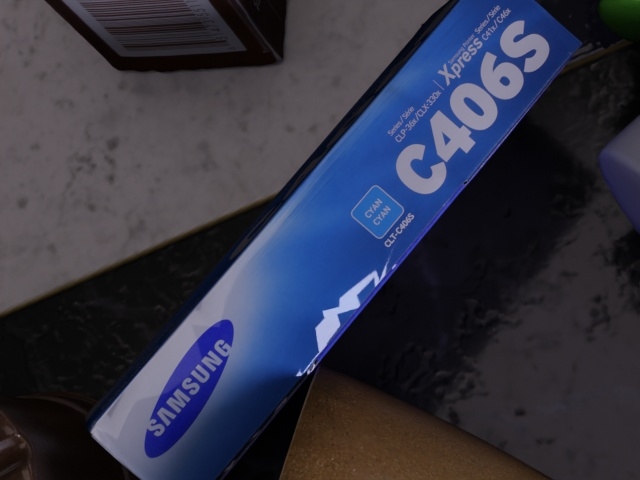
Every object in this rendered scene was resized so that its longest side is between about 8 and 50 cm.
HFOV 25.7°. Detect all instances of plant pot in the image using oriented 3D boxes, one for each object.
[{"bbox_3d":[0.087,0.215,0.780,0.254,0.237,0.237,15,80,3],"label":"plant pot"},{"bbox_3d":[-0.204,0.165,0.879,0.167,0.165,0.167,-4,75,14],"label":"plant pot"}]

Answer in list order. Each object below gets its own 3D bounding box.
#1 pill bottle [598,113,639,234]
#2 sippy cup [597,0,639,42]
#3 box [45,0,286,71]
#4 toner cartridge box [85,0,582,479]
[{"bbox_3d":[0.365,-0.105,0.778,0.392,0.224,0.224,-40,70,2],"label":"pill bottle"},{"bbox_3d":[0.237,-0.287,0.837,0.240,0.224,0.305,-23,78,17],"label":"sippy cup"},{"bbox_3d":[-0.098,-0.327,0.967,0.143,0.191,0.381,-1,77,13],"label":"box"},{"bbox_3d":[0.000,0.000,0.844,0.075,0.165,0.348,41,80,-4],"label":"toner cartridge box"}]
